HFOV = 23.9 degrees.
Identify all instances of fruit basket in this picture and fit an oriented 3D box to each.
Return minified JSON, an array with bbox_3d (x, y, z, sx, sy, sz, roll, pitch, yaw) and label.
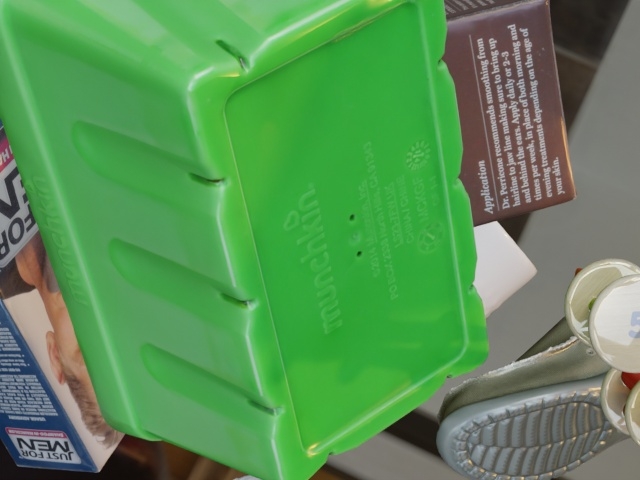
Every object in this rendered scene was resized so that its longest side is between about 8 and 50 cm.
[{"bbox_3d":[-0.070,-0.079,0.972,0.283,0.392,0.392,-30,157,-24],"label":"fruit basket"}]

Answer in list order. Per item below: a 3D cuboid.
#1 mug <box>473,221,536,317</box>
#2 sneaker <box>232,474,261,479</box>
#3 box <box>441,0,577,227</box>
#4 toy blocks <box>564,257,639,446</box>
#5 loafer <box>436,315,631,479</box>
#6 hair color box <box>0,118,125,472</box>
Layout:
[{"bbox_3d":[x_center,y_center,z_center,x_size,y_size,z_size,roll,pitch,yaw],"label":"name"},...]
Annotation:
[{"bbox_3d":[0.000,0.000,1.707,0.328,0.374,0.276,-40,-175,4],"label":"mug"},{"bbox_3d":[-0.120,0.404,1.778,0.271,0.100,0.108,-66,-166,-9],"label":"sneaker"},{"bbox_3d":[0.009,-0.089,1.291,0.143,0.381,0.191,-124,-160,-65],"label":"box"},{"bbox_3d":[0.176,0.064,0.865,0.054,0.123,0.148,-31,-172,-1],"label":"toy blocks"},{"bbox_3d":[0.187,0.105,1.109,0.251,0.087,0.094,-12,132,-23],"label":"loafer"},{"bbox_3d":[-0.256,0.018,1.315,0.174,0.105,0.347,-57,136,-43],"label":"hair color box"}]
